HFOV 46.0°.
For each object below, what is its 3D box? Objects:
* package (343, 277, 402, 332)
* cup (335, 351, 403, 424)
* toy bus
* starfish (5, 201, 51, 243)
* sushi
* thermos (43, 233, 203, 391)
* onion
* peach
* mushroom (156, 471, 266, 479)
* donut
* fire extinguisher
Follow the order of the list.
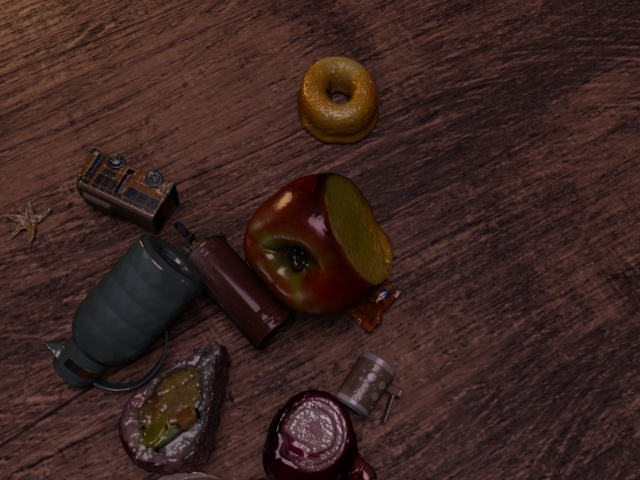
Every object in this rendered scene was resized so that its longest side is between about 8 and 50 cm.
[{"bbox_3d":[0.100,0.113,1.409,0.110,0.033,0.077,-44,85,-12],"label":"package"},{"bbox_3d":[0.084,0.265,1.337,0.074,0.102,0.099,16,63,47],"label":"cup"},{"bbox_3d":[-0.375,-0.094,1.449,0.182,0.091,0.103,25,69,6],"label":"toy bus"},{"bbox_3d":[-0.562,-0.036,1.459,0.086,0.016,0.092,-16,64,-7],"label":"starfish"},{"bbox_3d":[-0.251,0.284,1.291,0.161,0.107,0.241,1,56,9],"label":"sushi"},{"bbox_3d":[-0.333,0.144,1.315,0.182,0.145,0.286,40,97,-14],"label":"thermos"},{"bbox_3d":[-0.002,0.356,1.266,0.198,0.135,0.173,35,68,-4],"label":"onion"},{"bbox_3d":[0.000,0.000,1.345,0.245,0.274,0.249,7,104,31],"label":"peach"},{"bbox_3d":[-0.196,0.475,1.215,0.236,0.162,0.173,-7,98,-19],"label":"mushroom"},{"bbox_3d":[0.039,-0.297,1.552,0.174,0.075,0.190,8,67,2],"label":"donut"},{"bbox_3d":[-0.168,0.072,1.379,0.105,0.105,0.269,-39,74,-16],"label":"fire extinguisher"}]
